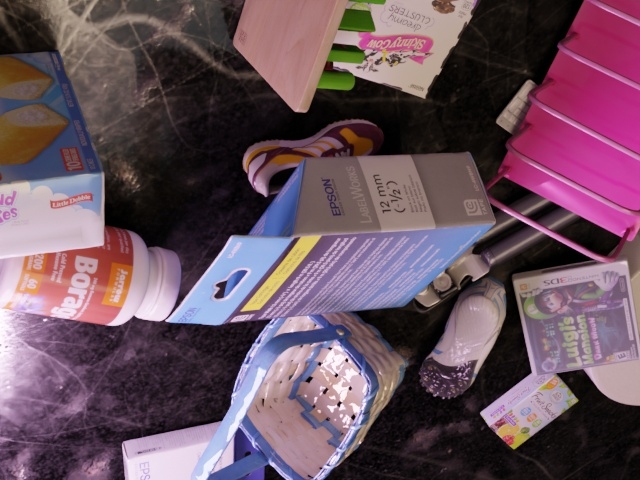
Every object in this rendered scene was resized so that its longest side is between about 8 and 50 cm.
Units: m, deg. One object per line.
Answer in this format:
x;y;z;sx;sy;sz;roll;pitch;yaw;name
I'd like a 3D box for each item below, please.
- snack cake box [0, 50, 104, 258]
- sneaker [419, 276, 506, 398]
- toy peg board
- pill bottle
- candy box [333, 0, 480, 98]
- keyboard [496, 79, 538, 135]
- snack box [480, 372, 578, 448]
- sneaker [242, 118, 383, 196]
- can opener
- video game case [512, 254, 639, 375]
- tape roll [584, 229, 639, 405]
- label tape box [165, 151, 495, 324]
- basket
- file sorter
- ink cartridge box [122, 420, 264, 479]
-0.318;-0.092;1.110;0.152;0.264;0.089;-7;127;-20;snack cake box
0.223;0.154;1.678;0.086;0.085;0.237;-41;160;-48;sneaker
-0.008;-0.248;1.207;0.079;0.160;0.161;-1;126;-36;toy peg board
-0.285;0.037;1.323;0.216;0.121;0.121;12;120;-31;pill bottle
0.092;-0.282;1.279;0.165;0.070;0.196;12;120;-31;candy box
0.345;-0.140;1.543;0.256;0.014;0.072;28;111;-38;keyboard
0.354;0.282;1.859;0.141;0.037;0.100;-39;132;8;snack box
0.000;-0.095;1.374;0.186;0.084;0.069;-17;130;-12;sneaker
0.244;0.005;1.585;0.280;0.074;0.093;-31;166;3;can opener
0.398;0.119;1.697;0.173;0.022;0.190;-11;120;12;video game case
0.599;0.110;1.815;0.392;0.072;0.392;-13;130;-15;tape roll
0.000;0.000;1.349;0.348;0.115;0.249;-2;154;-27;label tape box
-0.035;0.218;1.503;0.289;0.201;0.254;-11;137;-59;basket
0.356;-0.147;1.360;0.290;0.202;0.182;-66;167;24;file sorter
-0.185;0.373;1.681;0.224;0.045;0.223;-11;129;-17;ink cartridge box
